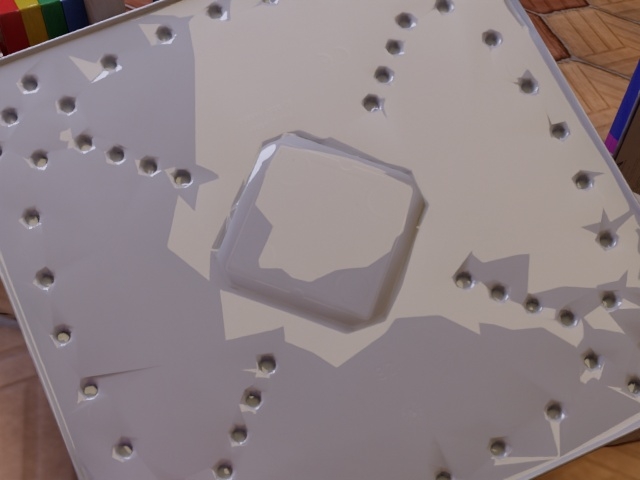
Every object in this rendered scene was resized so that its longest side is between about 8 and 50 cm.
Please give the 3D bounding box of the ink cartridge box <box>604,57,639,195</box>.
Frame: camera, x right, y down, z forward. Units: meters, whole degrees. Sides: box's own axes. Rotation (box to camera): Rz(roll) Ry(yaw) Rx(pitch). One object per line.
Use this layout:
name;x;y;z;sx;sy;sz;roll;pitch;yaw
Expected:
ink cartridge box;0.403;-0.200;1.253;0.330;0.324;0.071;-17;45;-41

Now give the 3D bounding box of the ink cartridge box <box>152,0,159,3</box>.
ink cartridge box;-0.051;-0.301;1.442;0.307;0.072;0.303;6;34;-13

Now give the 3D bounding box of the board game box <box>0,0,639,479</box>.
board game box;0.000;0.000;0.765;0.390;0.050;0.389;-22;72;-11

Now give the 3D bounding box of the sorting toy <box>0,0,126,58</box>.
sorting toy;-0.216;-0.134;0.960;0.089;0.255;0.257;-19;40;-16

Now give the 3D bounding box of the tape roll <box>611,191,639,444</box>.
tape roll;0.202;0.041;1.014;0.286;0.100;0.286;11;33;-7
